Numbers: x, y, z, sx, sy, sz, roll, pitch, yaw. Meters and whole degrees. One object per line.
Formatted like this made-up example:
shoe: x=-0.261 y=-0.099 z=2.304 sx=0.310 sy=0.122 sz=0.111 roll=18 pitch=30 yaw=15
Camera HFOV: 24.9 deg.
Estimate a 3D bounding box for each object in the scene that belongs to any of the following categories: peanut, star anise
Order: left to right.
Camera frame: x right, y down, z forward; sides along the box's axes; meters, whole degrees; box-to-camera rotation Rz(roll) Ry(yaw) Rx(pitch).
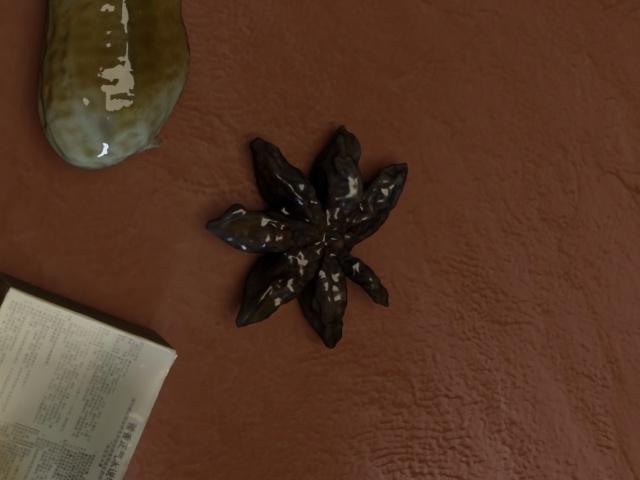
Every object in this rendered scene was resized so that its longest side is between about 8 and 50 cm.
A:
peanut: x=-0.174 y=-0.171 z=1.247 sx=0.129 sy=0.129 sz=0.224 roll=4 pitch=95 yaw=-21
star anise: x=-0.014 y=-0.007 z=1.354 sx=0.197 sy=0.073 sz=0.212 roll=8 pitch=91 yaw=-24

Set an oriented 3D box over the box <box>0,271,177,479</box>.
box: x=-0.245 y=0.156 z=1.274 sx=0.168 sy=0.095 sz=0.212 roll=24 pitch=89 yaw=-20
